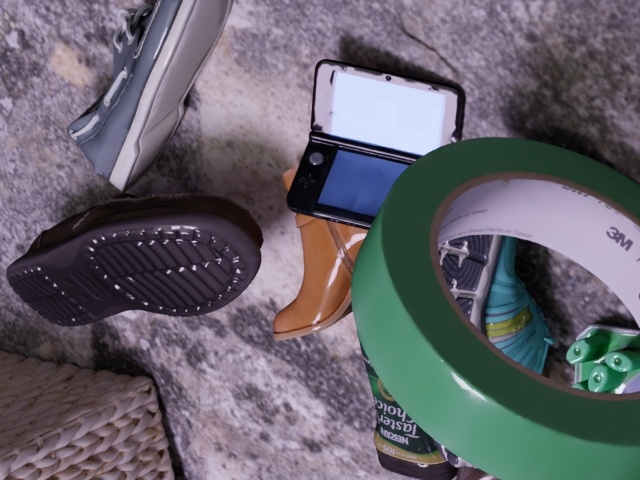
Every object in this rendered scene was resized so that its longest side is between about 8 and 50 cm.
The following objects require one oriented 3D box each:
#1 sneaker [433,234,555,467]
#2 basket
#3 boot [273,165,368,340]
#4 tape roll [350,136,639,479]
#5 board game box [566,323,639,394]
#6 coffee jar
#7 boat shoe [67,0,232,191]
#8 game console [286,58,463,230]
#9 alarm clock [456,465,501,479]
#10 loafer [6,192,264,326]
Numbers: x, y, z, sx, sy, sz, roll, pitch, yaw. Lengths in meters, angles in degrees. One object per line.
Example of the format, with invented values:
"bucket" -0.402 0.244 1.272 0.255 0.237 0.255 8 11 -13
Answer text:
"sneaker" 0.159 0.075 1.648 0.107 0.110 0.275 -146 54 -62
"basket" -0.373 0.307 2.051 0.328 0.331 0.266 6 108 36
"boot" 0.000 0.000 1.734 0.197 0.073 0.152 -33 89 27
"tape roll" 0.187 0.056 1.447 0.321 0.321 0.077 38 135 13
"board game box" 0.379 0.287 1.527 0.390 0.050 0.390 6 98 35
"coffee jar" 0.094 0.150 1.757 0.096 0.079 0.184 11 124 34
"boat shoe" -0.176 -0.174 1.736 0.099 0.116 0.319 38 140 7
"game console" 0.048 -0.082 1.621 0.144 0.124 0.085 14 153 15
"alarm clock" 0.178 0.262 1.736 0.192 0.064 0.129 -22 115 26
"loafer" -0.189 -0.005 1.835 0.366 0.130 0.134 -8 133 45
